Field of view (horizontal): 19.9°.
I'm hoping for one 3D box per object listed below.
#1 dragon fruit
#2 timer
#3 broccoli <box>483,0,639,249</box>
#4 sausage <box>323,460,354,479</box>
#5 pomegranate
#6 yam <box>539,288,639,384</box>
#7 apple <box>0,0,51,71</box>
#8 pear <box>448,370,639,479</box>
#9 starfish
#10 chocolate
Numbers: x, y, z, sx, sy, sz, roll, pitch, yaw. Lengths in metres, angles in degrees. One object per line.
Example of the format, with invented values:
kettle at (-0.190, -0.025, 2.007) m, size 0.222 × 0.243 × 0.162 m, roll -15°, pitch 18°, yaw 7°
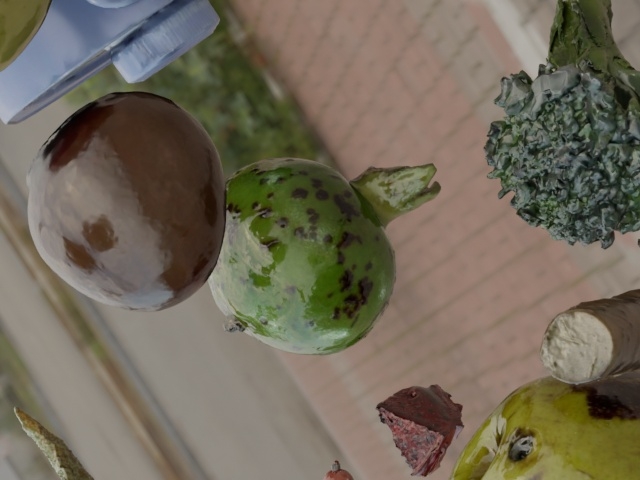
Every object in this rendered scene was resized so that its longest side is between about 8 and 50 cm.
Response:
dragon fruit at (0.130, 0.196, 2.022) m, size 0.097 × 0.063 × 0.131 m, roll 56°, pitch -148°, yaw 6°
timer at (-0.193, -0.253, 1.818) m, size 0.173 × 0.395 × 0.395 m, roll 57°, pitch 168°, yaw -6°
broccoli at (0.252, -0.134, 1.539) m, size 0.198 × 0.275 × 0.177 m, roll -18°, pitch 130°, yaw 44°
sausage at (0.028, 0.288, 1.478) m, size 0.029 × 0.029 × 0.223 m, roll -176°, pitch 78°, yaw -75°
pomegranate at (0.000, 0.000, 1.819) m, size 0.211 × 0.263 × 0.211 m, roll 48°, pitch 171°, yaw 10°
yam at (0.191, 0.059, 1.135) m, size 0.057 × 0.057 × 0.241 m, roll 54°, pitch -160°, yaw 12°
apple at (-0.345, -0.230, 1.449) m, size 0.262 × 0.262 × 0.262 m, roll 53°, pitch 167°, yaw 17°
pear at (0.244, 0.231, 1.536) m, size 0.283 × 0.283 × 0.283 m, roll 53°, pitch 167°, yaw 17°
starfish at (-0.237, 0.331, 1.942) m, size 0.358 × 0.078 × 0.347 m, roll 64°, pitch -172°, yaw 3°
chocolate at (-0.143, -0.024, 1.438) m, size 0.177 × 0.177 × 0.177 m, roll 53°, pitch 167°, yaw 17°
